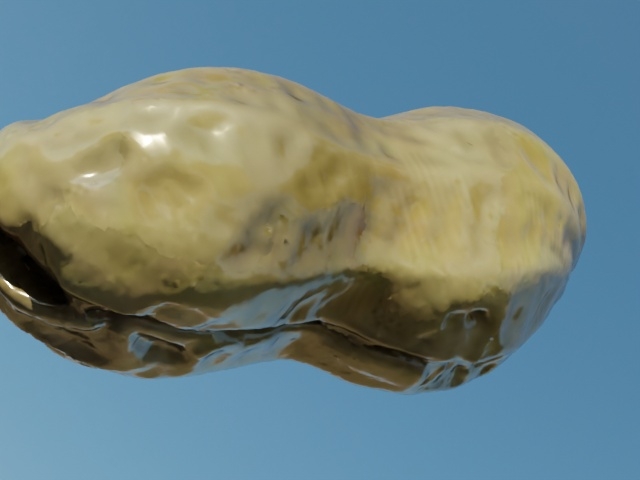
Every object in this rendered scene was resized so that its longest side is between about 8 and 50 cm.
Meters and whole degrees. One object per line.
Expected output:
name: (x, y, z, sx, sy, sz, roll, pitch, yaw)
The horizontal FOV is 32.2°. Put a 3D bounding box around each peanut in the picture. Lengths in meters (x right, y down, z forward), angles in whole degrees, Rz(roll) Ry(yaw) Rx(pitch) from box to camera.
peanut: (0.000, 0.000, 0.448, 0.130, 0.290, 0.130, -8, -100, 52)
